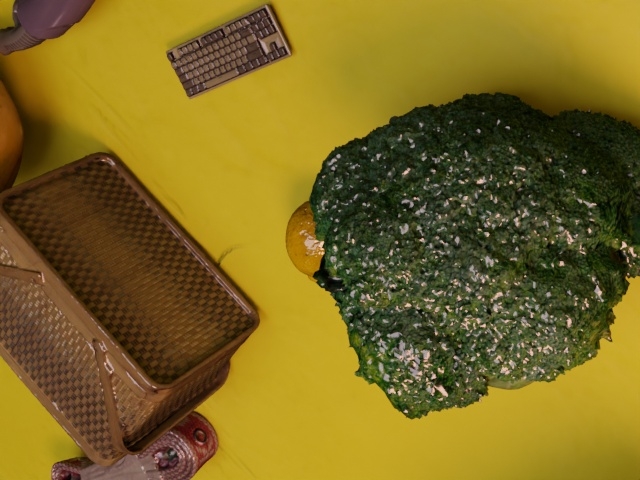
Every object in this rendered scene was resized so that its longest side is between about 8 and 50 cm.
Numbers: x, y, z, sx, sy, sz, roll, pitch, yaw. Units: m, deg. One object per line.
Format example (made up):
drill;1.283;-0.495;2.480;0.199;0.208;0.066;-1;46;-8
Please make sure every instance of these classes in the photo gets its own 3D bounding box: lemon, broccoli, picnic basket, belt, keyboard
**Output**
lemon;0.000;0.000;1.138;0.062;0.062;0.083;19;119;28
broccoli;0.133;0.015;0.973;0.269;0.269;0.254;-43;41;40
picnic basket;-0.206;0.060;1.246;0.267;0.165;0.139;47;131;10
belt;-0.198;0.241;1.398;0.232;0.053;0.071;-24;97;40
keyboard;-0.082;-0.163;1.150;0.129;0.015;0.049;-16;101;39

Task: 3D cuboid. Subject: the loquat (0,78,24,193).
loquat;-0.391;-0.099;1.270;0.213;0.213;0.213;15;119;30

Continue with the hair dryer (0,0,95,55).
hair dryer;-0.238;-0.290;1.160;0.301;0.121;0.361;55;136;13
